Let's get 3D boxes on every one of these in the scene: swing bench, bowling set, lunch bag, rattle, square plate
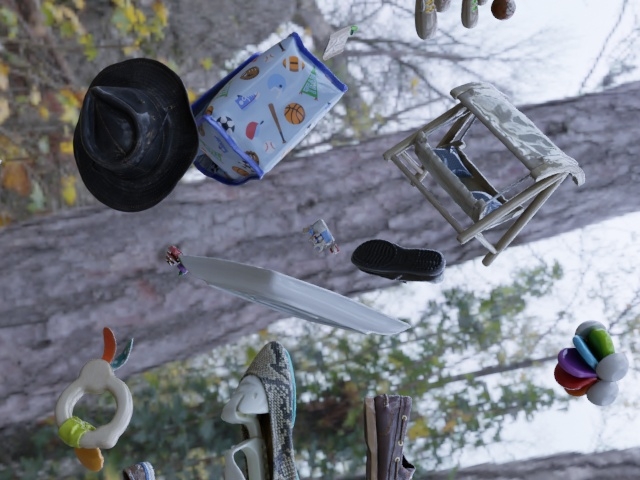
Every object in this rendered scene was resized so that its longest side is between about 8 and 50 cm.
[{"bbox_3d":[0.303,-0.139,1.649,0.253,0.255,0.165,52,10,31],"label":"swing bench"},{"bbox_3d":[0.318,-0.553,1.884,0.154,0.200,0.287,80,23,-45],"label":"bowling set"},{"bbox_3d":[-0.168,-0.310,2.208,0.239,0.328,0.385,48,-16,-10],"label":"lunch bag"},{"bbox_3d":[-0.358,0.267,1.493,0.143,0.130,0.199,61,26,-50],"label":"rattle"},{"bbox_3d":[-0.061,0.111,1.713,0.347,0.344,0.049,6,-104,53],"label":"square plate"}]

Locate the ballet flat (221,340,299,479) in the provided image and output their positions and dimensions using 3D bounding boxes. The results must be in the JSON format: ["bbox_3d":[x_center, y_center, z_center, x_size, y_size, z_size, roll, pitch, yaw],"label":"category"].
[{"bbox_3d":[-0.137,0.462,2.014,0.164,0.182,0.483,-26,-116,48],"label":"ballet flat"}]

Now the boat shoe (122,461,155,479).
[{"bbox_3d":[-0.371,0.547,1.806,0.066,0.066,0.183,-31,-114,45],"label":"boat shoe"}]

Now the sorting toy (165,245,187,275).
[{"bbox_3d":[-0.320,0.054,2.013,0.061,0.042,0.102,44,-2,-43],"label":"sorting toy"}]

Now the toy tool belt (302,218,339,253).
[{"bbox_3d":[0.000,0.000,1.856,0.083,0.051,0.052,62,5,16],"label":"toy tool belt"}]

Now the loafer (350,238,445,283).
[{"bbox_3d":[0.162,0.058,1.858,0.220,0.080,0.078,12,-36,35],"label":"loafer"}]

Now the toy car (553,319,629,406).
[{"bbox_3d":[0.593,0.278,1.995,0.159,0.136,0.182,-110,-160,-49],"label":"toy car"}]

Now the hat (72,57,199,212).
[{"bbox_3d":[-0.413,-0.228,1.809,0.134,0.331,0.331,16,60,-65],"label":"hat"}]

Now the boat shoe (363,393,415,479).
[{"bbox_3d":[0.096,0.316,1.230,0.073,0.073,0.207,-122,-148,-82],"label":"boat shoe"}]

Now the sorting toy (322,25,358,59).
[{"bbox_3d":[0.038,-0.384,1.703,0.012,0.083,0.062,46,-33,17],"label":"sorting toy"}]
